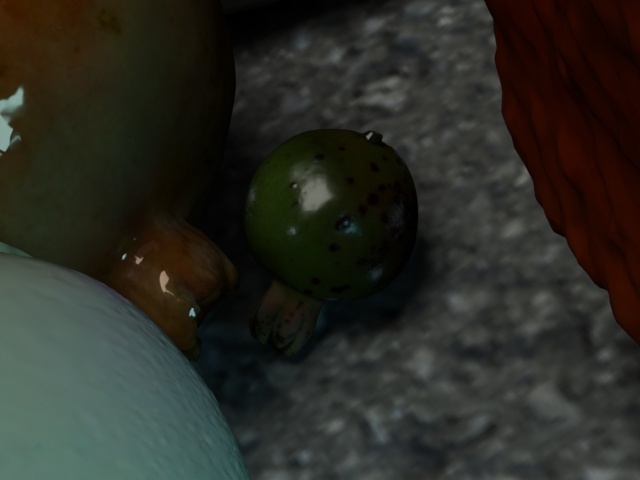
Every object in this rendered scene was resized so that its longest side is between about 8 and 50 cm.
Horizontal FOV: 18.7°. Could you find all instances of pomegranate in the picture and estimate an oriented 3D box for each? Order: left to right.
[{"bbox_3d":[-0.141,-0.042,0.744,0.270,0.229,0.252,28,77,20],"label":"pomegranate"},{"bbox_3d":[0.003,0.000,0.735,0.073,0.073,0.084,-1,71,31],"label":"pomegranate"}]

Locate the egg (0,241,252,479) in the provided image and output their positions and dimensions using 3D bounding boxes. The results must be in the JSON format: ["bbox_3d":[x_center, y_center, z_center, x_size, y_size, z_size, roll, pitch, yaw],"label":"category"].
[{"bbox_3d":[-0.139,0.150,0.526,0.278,0.278,0.336,12,65,38],"label":"egg"}]

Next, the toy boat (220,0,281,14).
[{"bbox_3d":[-0.049,-0.172,0.877,0.269,0.141,0.140,-6,48,9],"label":"toy boat"}]

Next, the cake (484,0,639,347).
[{"bbox_3d":[0.205,-0.107,0.506,0.319,0.269,0.270,-25,34,-7],"label":"cake"}]
